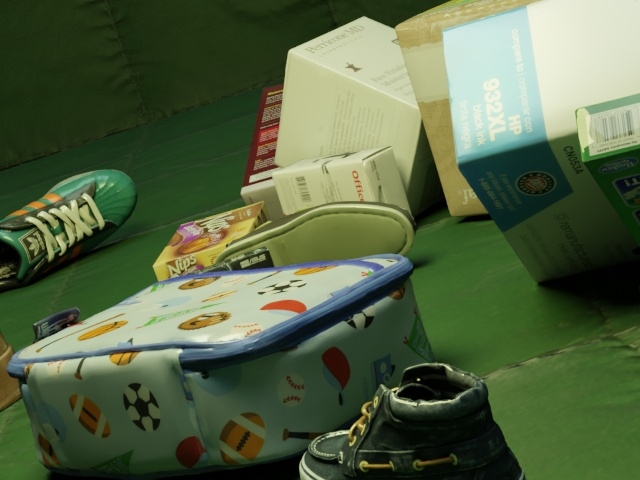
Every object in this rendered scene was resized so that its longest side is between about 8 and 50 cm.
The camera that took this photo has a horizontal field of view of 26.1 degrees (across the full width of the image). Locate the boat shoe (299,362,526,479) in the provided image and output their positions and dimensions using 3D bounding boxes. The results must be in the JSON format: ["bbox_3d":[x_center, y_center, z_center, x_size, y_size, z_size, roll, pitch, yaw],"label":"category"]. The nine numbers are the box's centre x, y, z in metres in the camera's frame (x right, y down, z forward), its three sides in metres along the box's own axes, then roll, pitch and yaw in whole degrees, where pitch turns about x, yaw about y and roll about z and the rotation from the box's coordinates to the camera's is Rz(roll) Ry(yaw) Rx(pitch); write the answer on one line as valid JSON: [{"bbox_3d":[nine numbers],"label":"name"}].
[{"bbox_3d":[0.045,0.114,0.819,0.065,0.083,0.183,-27,15,-36],"label":"boat shoe"}]

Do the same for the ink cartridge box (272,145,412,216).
[{"bbox_3d":[0.025,-0.042,1.484,0.135,0.099,0.056,-5,17,43],"label":"ink cartridge box"}]

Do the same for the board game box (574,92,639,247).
[{"bbox_3d":[0.356,-0.060,0.920,0.317,0.046,0.213,-13,-30,24],"label":"board game box"}]

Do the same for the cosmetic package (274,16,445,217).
[{"bbox_3d":[0.069,-0.138,1.557,0.184,0.151,0.151,28,37,26],"label":"cosmetic package"}]

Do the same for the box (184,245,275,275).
[{"bbox_3d":[-0.079,0.050,1.306,0.083,0.067,0.018,-19,13,-7],"label":"box"}]

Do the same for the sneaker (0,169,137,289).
[{"bbox_3d":[-0.382,-0.001,1.891,0.302,0.108,0.121,-29,15,-11],"label":"sneaker"}]

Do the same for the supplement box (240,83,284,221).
[{"bbox_3d":[-0.017,-0.120,1.747,0.130,0.073,0.239,-14,37,18],"label":"supplement box"}]

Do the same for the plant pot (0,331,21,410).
[{"bbox_3d":[-0.385,0.092,1.336,0.167,0.165,0.167,-16,13,4],"label":"plant pot"}]

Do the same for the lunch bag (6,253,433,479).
[{"bbox_3d":[-0.078,0.087,1.055,0.303,0.115,0.243,-5,16,43],"label":"lunch bag"}]

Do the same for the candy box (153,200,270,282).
[{"bbox_3d":[-0.116,0.011,1.563,0.109,0.053,0.186,-16,14,9],"label":"candy box"}]

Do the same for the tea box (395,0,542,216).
[{"bbox_3d":[0.318,-0.185,1.407,0.329,0.220,0.323,-5,18,44],"label":"tea box"}]

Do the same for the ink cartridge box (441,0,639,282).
[{"bbox_3d":[0.275,-0.095,1.047,0.307,0.129,0.223,-14,-31,19],"label":"ink cartridge box"}]

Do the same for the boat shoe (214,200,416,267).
[{"bbox_3d":[0.000,0.000,1.378,0.228,0.081,0.069,-14,17,31],"label":"boat shoe"}]
